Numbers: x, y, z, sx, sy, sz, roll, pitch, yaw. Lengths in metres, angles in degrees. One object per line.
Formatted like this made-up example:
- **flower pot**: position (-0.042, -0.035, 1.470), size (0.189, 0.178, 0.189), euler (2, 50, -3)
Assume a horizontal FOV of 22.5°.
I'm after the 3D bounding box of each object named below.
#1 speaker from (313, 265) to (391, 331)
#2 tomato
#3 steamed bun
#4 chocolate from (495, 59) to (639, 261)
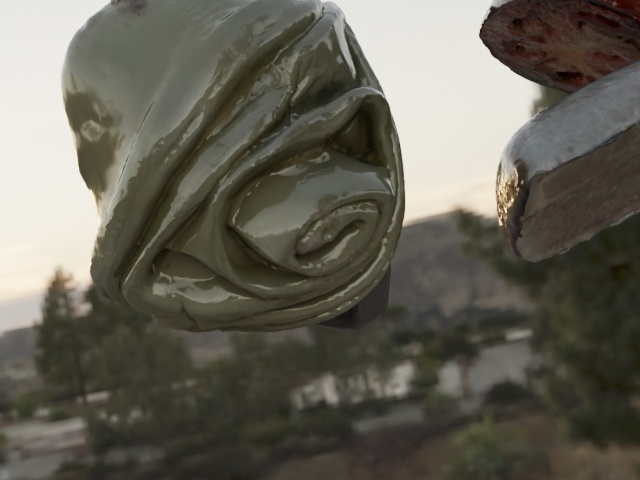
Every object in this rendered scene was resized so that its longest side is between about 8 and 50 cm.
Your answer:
- **speaker**: position (0.000, 0.000, 2.209), size (0.180, 0.184, 0.388), euler (10, -45, 8)
- **tomato**: position (0.277, -0.225, 1.663), size (0.225, 0.085, 0.225), euler (13, -18, 4)
- **steamed bun**: position (-0.046, -0.073, 1.424), size (0.309, 0.324, 0.219), euler (-10, 9, -40)
- **chocolate**: position (0.294, -0.102, 1.568), size (0.303, 0.100, 0.185), euler (-27, -32, -11)
